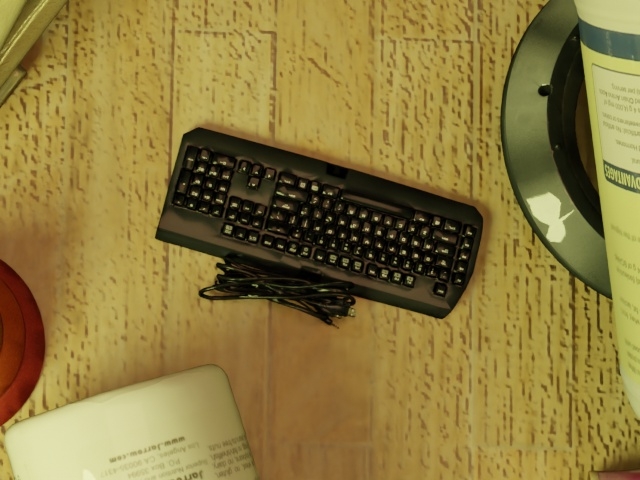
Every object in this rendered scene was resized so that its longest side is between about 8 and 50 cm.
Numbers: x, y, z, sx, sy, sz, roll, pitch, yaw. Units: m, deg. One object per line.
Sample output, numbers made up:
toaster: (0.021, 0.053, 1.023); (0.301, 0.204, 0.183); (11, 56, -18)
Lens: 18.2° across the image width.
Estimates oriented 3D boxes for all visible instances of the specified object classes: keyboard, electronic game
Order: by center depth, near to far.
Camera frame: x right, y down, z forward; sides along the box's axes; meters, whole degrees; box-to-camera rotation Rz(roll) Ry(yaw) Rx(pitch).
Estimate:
keyboard: (0.000, 0.000, 1.193); (0.192, 0.038, 0.100); (15, 81, -5)
electronic game: (0.221, -0.066, 1.226); (0.229, 0.048, 0.229); (2, 80, -12)

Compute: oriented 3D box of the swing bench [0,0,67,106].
swing bench: (-0.268, -0.176, 1.098); (0.253, 0.255, 0.165); (41, 35, -2)

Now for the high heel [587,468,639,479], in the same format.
high heel: (0.224, 0.247, 1.170); (0.117, 0.082, 0.244); (-4, 70, 2)

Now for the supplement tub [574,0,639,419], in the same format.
supplement tub: (0.268, -0.015, 1.065); (0.235, 0.235, 0.325); (-12, 106, -9)

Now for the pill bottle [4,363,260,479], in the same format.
pill bottle: (-0.083, 0.194, 1.107); (0.131, 0.131, 0.229); (-16, 85, -10)

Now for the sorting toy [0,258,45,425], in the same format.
sorting toy: (-0.234, 0.172, 1.093); (0.127, 0.126, 0.366); (11, 80, -7)
